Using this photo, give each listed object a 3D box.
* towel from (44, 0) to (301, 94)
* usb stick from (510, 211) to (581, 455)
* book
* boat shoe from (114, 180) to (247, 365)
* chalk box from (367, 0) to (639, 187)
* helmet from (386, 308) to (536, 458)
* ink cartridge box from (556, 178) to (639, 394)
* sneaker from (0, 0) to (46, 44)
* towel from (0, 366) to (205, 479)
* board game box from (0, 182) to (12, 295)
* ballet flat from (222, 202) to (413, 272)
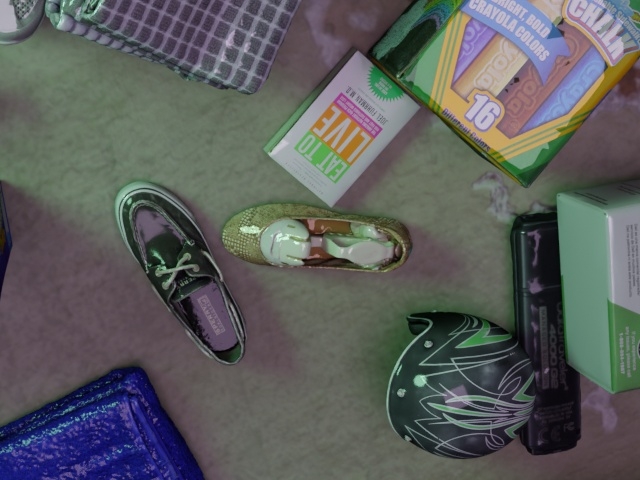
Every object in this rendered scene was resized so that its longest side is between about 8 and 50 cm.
[{"bbox_3d":[-0.106,-0.291,1.367,0.235,0.121,0.283,18,100,-52],"label":"towel"},{"bbox_3d":[0.253,0.104,1.622,0.077,0.045,0.278,-9,105,-15],"label":"usb stick"},{"bbox_3d":[0.023,-0.119,1.540,0.096,0.035,0.144,39,94,-19],"label":"book"},{"bbox_3d":[-0.141,0.035,1.530,0.078,0.070,0.219,-33,106,0],"label":"boat shoe"},{"bbox_3d":[0.217,-0.230,1.463,0.179,0.180,0.289,40,96,-15],"label":"chalk box"},{"bbox_3d":[0.147,0.156,1.557,0.169,0.161,0.169,-2,104,-8],"label":"helmet"},{"bbox_3d":[0.409,0.032,1.570,0.278,0.117,0.201,-10,106,-16],"label":"ink cartridge box"},{"bbox_3d":[-0.294,-0.311,1.293,0.105,0.115,0.281,-5,108,-10],"label":"sneaker"},{"bbox_3d":[-0.224,0.313,1.584,0.228,0.076,0.308,-27,106,-2],"label":"towel"},{"bbox_3d":[-0.481,0.026,1.391,0.347,0.233,0.078,-9,105,-7],"label":"board game box"},{"bbox_3d":[0.000,0.000,1.544,0.206,0.067,0.073,0,105,-8],"label":"ballet flat"}]
